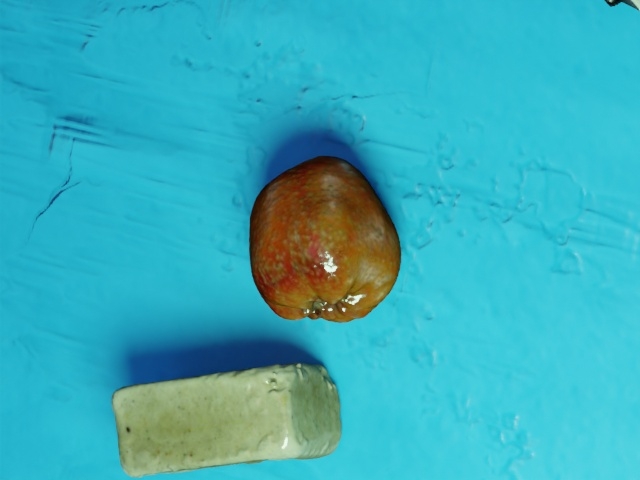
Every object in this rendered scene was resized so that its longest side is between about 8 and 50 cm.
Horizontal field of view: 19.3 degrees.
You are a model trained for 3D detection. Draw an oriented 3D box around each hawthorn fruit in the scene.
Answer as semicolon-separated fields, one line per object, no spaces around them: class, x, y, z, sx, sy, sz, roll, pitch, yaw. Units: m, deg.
hawthorn fruit;0.000;0.000;1.602;0.133;0.133;0.138;-15;65;25

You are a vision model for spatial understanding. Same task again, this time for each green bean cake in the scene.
green bean cake;-0.082;0.156;1.639;0.179;0.109;0.085;-10;82;26

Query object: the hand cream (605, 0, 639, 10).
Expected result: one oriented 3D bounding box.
hand cream;0.325;-0.269;1.498;0.248;0.052;0.075;-39;94;14
